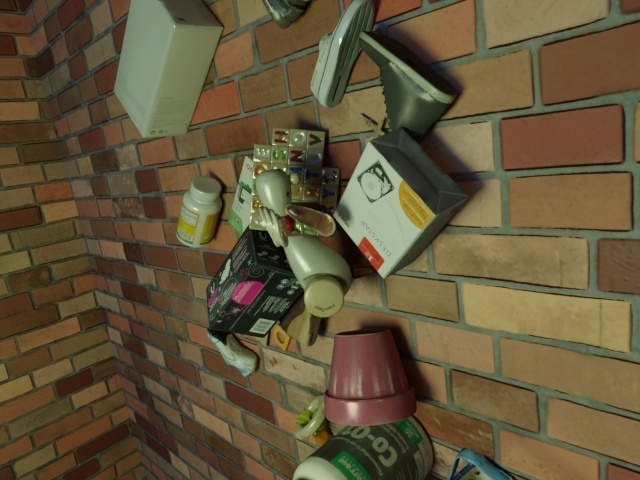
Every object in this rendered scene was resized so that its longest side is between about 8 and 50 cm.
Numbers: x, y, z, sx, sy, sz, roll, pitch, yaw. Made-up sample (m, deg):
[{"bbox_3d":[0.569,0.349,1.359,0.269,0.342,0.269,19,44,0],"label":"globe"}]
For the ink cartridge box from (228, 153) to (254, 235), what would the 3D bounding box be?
[{"bbox_3d":[-0.139,-0.096,1.155,0.160,0.093,0.219,42,131,26],"label":"ink cartridge box"}]

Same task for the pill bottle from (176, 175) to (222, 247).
[{"bbox_3d":[-0.368,-0.088,1.367,0.117,0.118,0.208,45,132,24],"label":"pill bottle"}]

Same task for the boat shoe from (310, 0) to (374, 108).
[{"bbox_3d":[0.028,-0.379,0.893,0.076,0.083,0.226,46,132,22],"label":"boat shoe"}]

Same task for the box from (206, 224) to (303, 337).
[{"bbox_3d":[-0.158,0.107,1.116,0.247,0.164,0.142,-51,37,30],"label":"box"}]

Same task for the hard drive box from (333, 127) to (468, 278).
[{"bbox_3d":[0.139,-0.063,0.855,0.181,0.089,0.232,52,150,18],"label":"hard drive box"}]

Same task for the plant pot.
[{"bbox_3d":[0.104,0.294,0.999,0.202,0.202,0.180,-12,81,46],"label":"plant pot"}]

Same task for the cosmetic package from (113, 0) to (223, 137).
[{"bbox_3d":[-0.443,-0.505,1.268,0.217,0.156,0.385,55,134,15],"label":"cosmetic package"}]

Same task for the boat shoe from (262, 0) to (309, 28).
[{"bbox_3d":[-0.145,-0.607,0.964,0.095,0.112,0.335,-42,77,40],"label":"boat shoe"}]

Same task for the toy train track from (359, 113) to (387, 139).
[{"bbox_3d":[0.110,-0.235,0.917,0.083,0.014,0.048,48,140,29],"label":"toy train track"}]

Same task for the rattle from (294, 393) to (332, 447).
[{"bbox_3d":[0.032,0.484,1.216,0.142,0.130,0.199,46,106,9],"label":"rattle"}]

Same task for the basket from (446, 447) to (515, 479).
[{"bbox_3d":[0.341,0.539,0.829,0.255,0.201,0.288,35,136,33],"label":"basket"}]

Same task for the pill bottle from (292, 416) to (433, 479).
[{"bbox_3d":[0.071,0.532,0.979,0.204,0.361,0.204,17,116,40],"label":"pill bottle"}]

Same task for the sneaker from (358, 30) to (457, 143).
[{"bbox_3d":[0.132,-0.284,0.826,0.222,0.083,0.118,49,133,19],"label":"sneaker"}]

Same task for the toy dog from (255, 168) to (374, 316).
[{"bbox_3d":[0.000,0.000,0.937,0.220,0.161,0.333,-114,1,-58],"label":"toy dog"}]

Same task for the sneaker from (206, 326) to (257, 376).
[{"bbox_3d":[-0.306,0.366,1.490,0.237,0.085,0.086,31,109,33],"label":"sneaker"}]

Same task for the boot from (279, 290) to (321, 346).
[{"bbox_3d":[-0.066,0.133,1.171,0.207,0.090,0.248,37,120,37],"label":"boot"}]

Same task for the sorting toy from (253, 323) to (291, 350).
[{"bbox_3d":[-0.224,0.219,1.387,0.348,0.047,0.195,28,123,35],"label":"sorting toy"}]

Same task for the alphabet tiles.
[{"bbox_3d":[-0.058,-0.133,1.023,0.199,0.009,0.236,5,100,2],"label":"alphabet tiles"}]
